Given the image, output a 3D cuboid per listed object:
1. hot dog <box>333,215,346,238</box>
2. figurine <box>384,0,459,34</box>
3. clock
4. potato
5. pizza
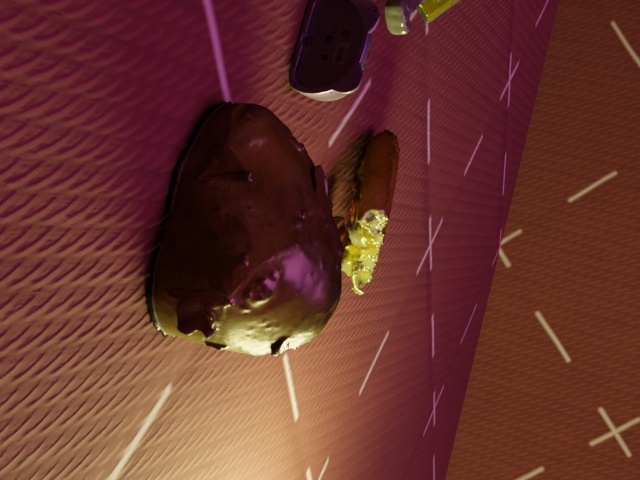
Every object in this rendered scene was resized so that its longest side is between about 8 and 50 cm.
[{"bbox_3d":[0.000,0.000,1.534,0.133,0.041,0.056,-43,135,-47],"label":"hot dog"},{"bbox_3d":[0.161,-0.475,1.435,0.285,0.167,0.342,25,58,-77],"label":"figurine"},{"bbox_3d":[0.026,-0.265,1.310,0.050,0.110,0.152,26,79,-68],"label":"clock"},{"bbox_3d":[-0.059,-0.006,1.146,0.246,0.196,0.299,25,78,-71],"label":"potato"},{"bbox_3d":[0.076,-0.023,1.634,0.280,0.075,0.287,-75,177,-61],"label":"pizza"}]
